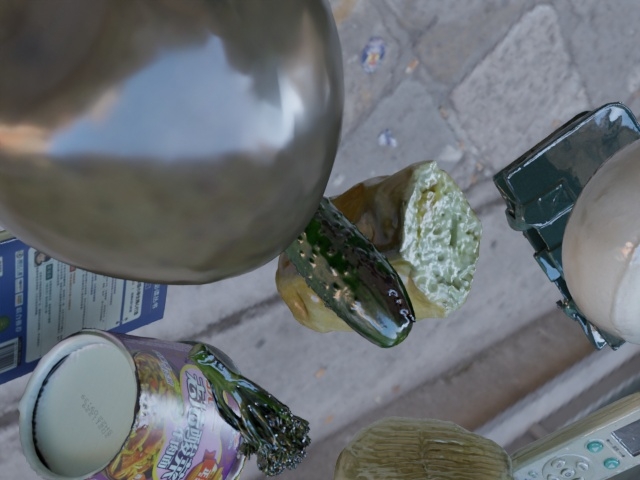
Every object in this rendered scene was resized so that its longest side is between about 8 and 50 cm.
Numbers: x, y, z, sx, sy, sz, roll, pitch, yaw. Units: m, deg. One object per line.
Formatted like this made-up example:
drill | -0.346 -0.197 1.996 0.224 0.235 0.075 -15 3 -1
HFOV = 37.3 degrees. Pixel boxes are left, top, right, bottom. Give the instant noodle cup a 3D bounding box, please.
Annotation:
instant noodle cup | -0.317 0.301 1.588 0.340 0.340 0.266 -50 147 3

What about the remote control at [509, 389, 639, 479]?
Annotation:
remote control | 0.298 0.226 1.037 0.221 0.042 0.078 -35 115 25

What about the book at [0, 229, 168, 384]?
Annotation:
book | -0.439 0.080 1.729 0.428 0.039 0.300 -21 131 -48

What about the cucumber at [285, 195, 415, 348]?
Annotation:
cucumber | 0.000 0.000 0.827 0.069 0.227 0.069 -37 162 -14

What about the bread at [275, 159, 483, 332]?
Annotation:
bread | 0.049 0.019 1.000 0.130 0.152 0.267 2 168 -34

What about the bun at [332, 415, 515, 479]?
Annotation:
bun | 0.120 0.286 0.981 0.229 0.229 0.145 -17 120 -40

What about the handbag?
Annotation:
handbag | 0.429 -0.023 1.441 0.238 0.326 0.089 -34 -171 -10

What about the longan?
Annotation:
longan | -0.137 -0.127 0.628 0.288 0.350 0.288 -45 180 0

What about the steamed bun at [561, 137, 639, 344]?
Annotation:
steamed bun | 0.414 -0.018 1.154 0.283 0.177 0.283 -16 132 -19

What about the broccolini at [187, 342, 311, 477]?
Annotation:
broccolini | -0.085 0.195 1.147 0.091 0.203 0.068 -30 -166 10
